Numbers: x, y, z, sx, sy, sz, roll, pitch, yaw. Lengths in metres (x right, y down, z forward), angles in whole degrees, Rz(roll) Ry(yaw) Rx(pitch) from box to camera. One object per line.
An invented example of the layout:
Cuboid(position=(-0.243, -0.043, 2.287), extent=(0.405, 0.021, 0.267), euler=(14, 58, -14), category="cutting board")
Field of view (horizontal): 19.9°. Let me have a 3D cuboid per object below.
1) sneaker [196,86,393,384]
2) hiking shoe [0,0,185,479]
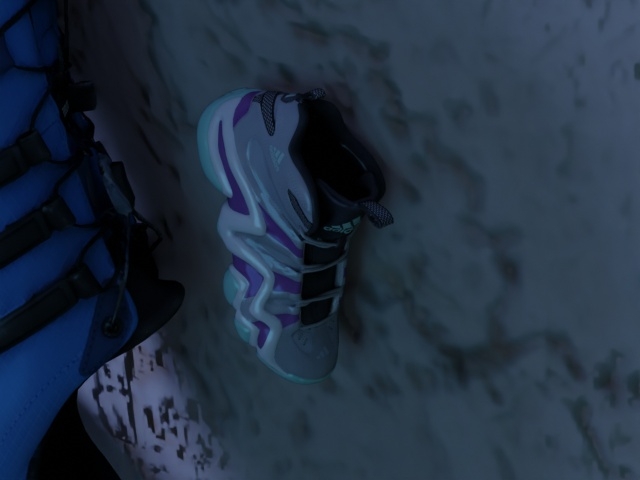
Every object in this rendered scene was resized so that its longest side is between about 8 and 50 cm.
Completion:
Cuboid(position=(0.000, 0.000, 0.561), extent=(0.069, 0.038, 0.098), euler=(-1, 112, 49), category="sneaker")
Cuboid(position=(-0.106, -0.020, 0.638), extent=(0.132, 0.113, 0.304), euler=(13, 118, 0), category="hiking shoe")
